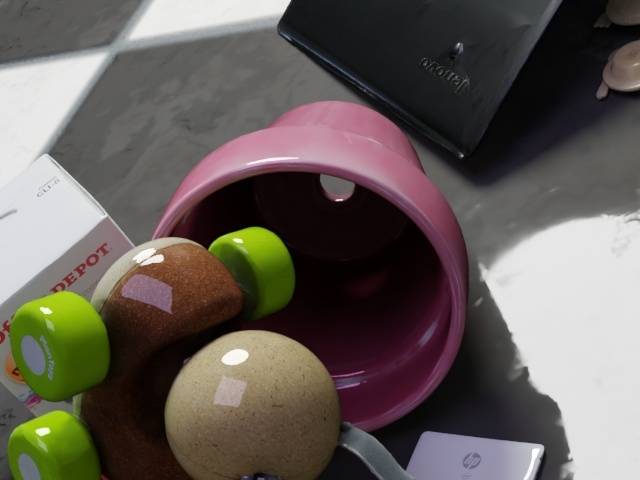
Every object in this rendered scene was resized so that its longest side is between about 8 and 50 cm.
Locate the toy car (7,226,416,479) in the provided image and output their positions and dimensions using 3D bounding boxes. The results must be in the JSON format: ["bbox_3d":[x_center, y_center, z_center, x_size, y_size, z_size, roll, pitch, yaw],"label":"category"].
[{"bbox_3d":[-0.042,0.098,0.578,0.155,0.149,0.188,-21,42,-41],"label":"toy car"}]

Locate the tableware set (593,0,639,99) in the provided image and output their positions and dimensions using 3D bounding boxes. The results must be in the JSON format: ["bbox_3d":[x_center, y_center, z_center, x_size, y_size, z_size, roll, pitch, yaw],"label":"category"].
[{"bbox_3d":[0.281,-0.162,0.851,0.169,0.020,0.141,-3,45,36],"label":"tableware set"}]

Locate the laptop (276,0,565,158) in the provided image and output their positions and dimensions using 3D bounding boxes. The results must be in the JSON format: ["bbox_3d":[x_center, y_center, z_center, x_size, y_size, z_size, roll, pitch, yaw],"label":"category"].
[{"bbox_3d":[0.212,-0.281,1.015,0.408,0.236,0.382,-13,30,-21],"label":"laptop"}]

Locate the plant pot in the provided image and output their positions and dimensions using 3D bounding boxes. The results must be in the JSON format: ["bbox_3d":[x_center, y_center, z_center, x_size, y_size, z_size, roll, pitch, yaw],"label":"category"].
[{"bbox_3d":[0.000,0.000,0.756,0.201,0.201,0.180,-19,24,18],"label":"plant pot"}]

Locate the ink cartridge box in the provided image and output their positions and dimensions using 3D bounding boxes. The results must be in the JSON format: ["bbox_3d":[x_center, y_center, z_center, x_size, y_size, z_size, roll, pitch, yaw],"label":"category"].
[{"bbox_3d":[-0.177,0.054,0.818,0.128,0.176,0.127,-42,39,-10],"label":"ink cartridge box"}]

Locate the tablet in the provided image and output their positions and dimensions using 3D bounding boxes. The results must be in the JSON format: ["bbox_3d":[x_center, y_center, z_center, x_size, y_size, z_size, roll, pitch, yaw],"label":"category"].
[{"bbox_3d":[0.088,0.140,0.677,0.083,0.006,0.054,1,49,35],"label":"tablet"}]
